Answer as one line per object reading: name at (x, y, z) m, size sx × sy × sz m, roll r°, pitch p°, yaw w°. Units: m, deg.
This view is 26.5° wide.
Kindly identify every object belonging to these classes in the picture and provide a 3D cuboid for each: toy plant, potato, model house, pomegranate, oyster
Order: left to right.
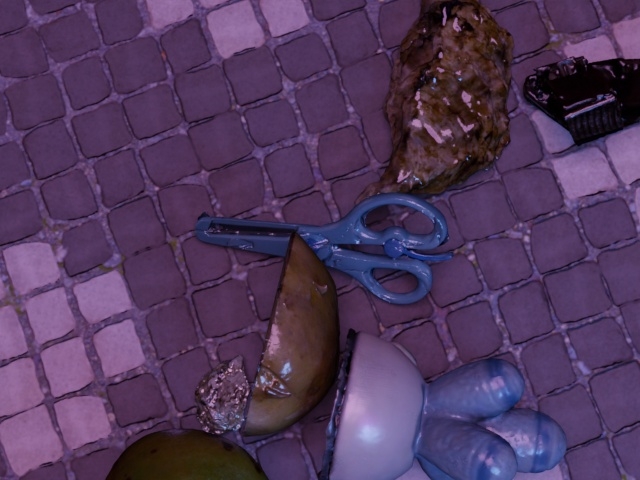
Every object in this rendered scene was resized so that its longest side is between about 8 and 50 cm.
pomegranate at (-0.154, 0.411, 1.817) m, size 0.323 × 0.291 × 0.291 m, roll 27°, pitch 78°, yaw 3°
oyster at (-0.140, 0.229, 1.983) m, size 0.098 × 0.037 × 0.100 m, roll -24°, pitch 76°, yaw -3°
potato at (-0.027, 0.138, 1.901) m, size 0.116 × 0.239 × 0.299 m, roll 11°, pitch 68°, yaw 3°
toy plant at (0.175, 0.260, 1.875) m, size 0.332 × 0.247 × 0.247 m, roll 10°, pitch 76°, yaw 2°
oyster at (0.196, -0.198, 2.047) m, size 0.204 × 0.111 × 0.396 m, roll 16°, pitch 74°, yaw 2°
model house at (0.422, -0.226, 2.015) m, size 0.203 × 0.164 × 0.141 m, roll -19°, pitch 81°, yaw -5°

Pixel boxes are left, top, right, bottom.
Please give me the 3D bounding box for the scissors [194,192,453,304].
scissors at (0.000, 0.000, 2.002) m, size 0.393 × 0.032 × 0.180 m, roll 7°, pitch 118°, yaw 12°
